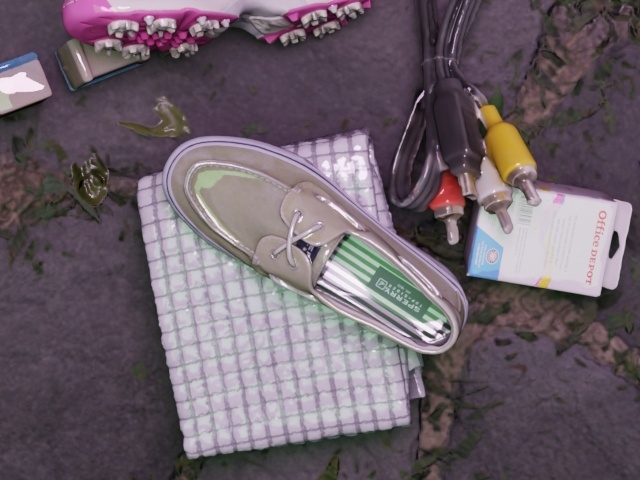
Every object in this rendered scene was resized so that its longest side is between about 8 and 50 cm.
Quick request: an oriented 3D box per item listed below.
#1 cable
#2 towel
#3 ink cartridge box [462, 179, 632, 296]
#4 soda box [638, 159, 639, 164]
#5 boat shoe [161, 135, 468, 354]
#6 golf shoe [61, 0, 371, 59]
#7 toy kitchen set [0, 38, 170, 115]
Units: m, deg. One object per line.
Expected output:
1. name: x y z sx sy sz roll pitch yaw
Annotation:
1. cable: 0.120 -0.134 1.263 0.139 0.072 0.287 -25 58 36
2. towel: -0.034 0.050 1.309 0.235 0.121 0.283 -11 97 3
3. ink cartridge box: 0.215 -0.006 1.298 0.143 0.090 0.092 10 100 1
4. soda box: 0.407 -0.029 1.297 0.210 0.067 0.071 40 99 -5
5. boat shoe: 0.000 0.000 1.192 0.302 0.094 0.109 28 97 -3
6. golf shoe: -0.098 -0.241 1.217 0.306 0.115 0.140 -12 86 -37
7. toy kitchen set: -0.238 -0.228 1.288 0.207 0.122 0.166 -23 98 -14
